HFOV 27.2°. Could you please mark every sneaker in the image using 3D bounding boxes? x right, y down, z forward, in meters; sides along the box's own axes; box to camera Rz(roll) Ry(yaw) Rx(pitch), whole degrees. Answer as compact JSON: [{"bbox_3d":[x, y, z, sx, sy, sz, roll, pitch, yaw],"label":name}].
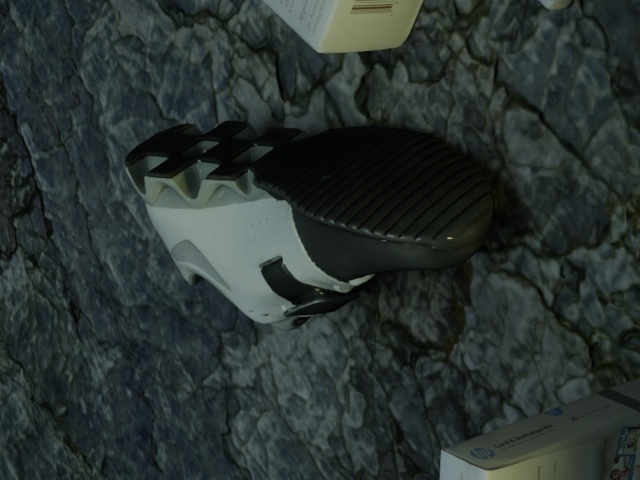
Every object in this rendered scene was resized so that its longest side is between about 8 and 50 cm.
[{"bbox_3d":[0.000,0.000,0.961,0.330,0.122,0.146,12,126,47],"label":"sneaker"}]

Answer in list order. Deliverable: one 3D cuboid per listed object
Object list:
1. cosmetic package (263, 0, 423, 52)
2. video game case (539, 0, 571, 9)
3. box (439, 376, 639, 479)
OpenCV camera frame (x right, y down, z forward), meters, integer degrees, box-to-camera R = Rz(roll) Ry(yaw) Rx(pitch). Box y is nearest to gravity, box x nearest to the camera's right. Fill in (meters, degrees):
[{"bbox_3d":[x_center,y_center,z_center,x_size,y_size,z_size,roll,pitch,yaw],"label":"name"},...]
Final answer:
[{"bbox_3d":[-0.020,-0.241,0.932,0.231,0.085,0.117,49,132,33],"label":"cosmetic package"},{"bbox_3d":[0.129,-0.281,0.792,0.212,0.023,0.193,55,135,25],"label":"video game case"},{"bbox_3d":[0.143,0.168,0.760,0.038,0.186,0.145,18,113,46],"label":"box"}]
